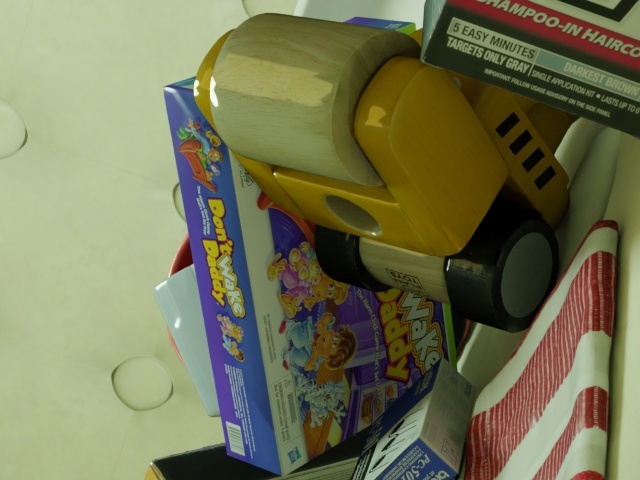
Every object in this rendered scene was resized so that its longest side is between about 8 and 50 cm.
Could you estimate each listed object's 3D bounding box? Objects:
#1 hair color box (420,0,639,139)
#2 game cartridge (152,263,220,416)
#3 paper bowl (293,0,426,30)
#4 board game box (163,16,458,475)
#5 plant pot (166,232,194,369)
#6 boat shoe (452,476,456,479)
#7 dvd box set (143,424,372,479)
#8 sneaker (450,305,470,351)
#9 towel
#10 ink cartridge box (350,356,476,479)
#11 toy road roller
[{"bbox_3d":[0.218,-0.271,1.106,0.113,0.185,0.374,-80,10,-61],"label":"hair color box"},{"bbox_3d":[-0.031,0.075,1.900,0.198,0.297,0.062,65,-166,17],"label":"game cartridge"},{"bbox_3d":[0.111,-0.207,1.789,0.284,0.148,0.284,-13,69,38],"label":"paper bowl"},{"bbox_3d":[0.000,0.000,1.465,0.233,0.078,0.347,-26,-63,-38],"label":"board game box"},{"bbox_3d":[-0.032,0.081,2.065,0.243,0.275,0.275,34,-106,-76],"label":"plant pot"},{"bbox_3d":[0.084,0.232,1.482,0.056,0.049,0.152,-84,15,-76],"label":"boat shoe"},{"bbox_3d":[-0.088,0.363,1.671,0.062,0.307,0.420,47,130,36],"label":"dvd box set"},{"bbox_3d":[0.082,0.123,1.726,0.314,0.116,0.136,-59,1,37],"label":"sneaker"},{"bbox_3d":[0.145,0.169,1.162,0.237,0.037,0.329,115,172,-45],"label":"towel"},{"bbox_3d":[0.075,0.173,1.376,0.097,0.046,0.207,-46,3,16],"label":"ink cartridge box"},{"bbox_3d":[0.083,-0.101,1.323,0.240,0.202,0.329,-59,-43,-17],"label":"toy road roller"}]
